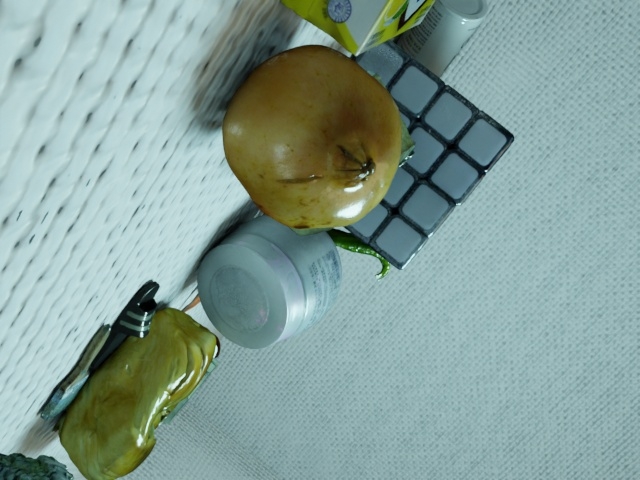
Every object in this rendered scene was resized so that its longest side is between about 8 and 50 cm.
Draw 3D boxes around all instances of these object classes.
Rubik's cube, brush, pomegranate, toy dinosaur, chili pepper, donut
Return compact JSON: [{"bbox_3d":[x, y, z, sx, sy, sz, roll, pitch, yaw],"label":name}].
[{"bbox_3d":[0.150,-0.179,1.116,0.337,0.343,0.344,-52,179,10],"label":"Rubik's cube"},{"bbox_3d":[-0.369,0.197,0.785,0.196,0.021,0.070,-54,177,18],"label":"brush"},{"bbox_3d":[-0.004,-0.114,0.585,0.209,0.209,0.209,-51,179,-2],"label":"pomegranate"},{"bbox_3d":[-0.244,0.091,1.254,0.279,0.055,0.101,-49,155,-14],"label":"toy dinosaur"},{"bbox_3d":[0.001,0.000,1.229,0.085,0.359,0.076,-66,152,-11],"label":"chili pepper"},{"bbox_3d":[-0.346,0.294,0.987,0.360,0.170,0.360,-52,-179,1],"label":"donut"}]

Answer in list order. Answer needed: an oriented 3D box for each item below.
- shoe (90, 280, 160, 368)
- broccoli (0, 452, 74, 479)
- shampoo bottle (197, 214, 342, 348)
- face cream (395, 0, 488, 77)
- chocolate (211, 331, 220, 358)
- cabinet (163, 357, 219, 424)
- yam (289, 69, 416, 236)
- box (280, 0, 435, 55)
[{"bbox_3d":[-0.305,0.146,0.832,0.179,0.049,0.071,-52,179,6],"label":"shoe"},{"bbox_3d":[-0.349,0.384,0.611,0.177,0.275,0.198,-35,-157,-29],"label":"broccoli"},{"bbox_3d":[-0.104,0.082,1.117,0.273,0.273,0.266,-52,166,33],"label":"shampoo bottle"},{"bbox_3d":[0.251,-0.457,1.273,0.145,0.145,0.370,-51,178,-31],"label":"face cream"},{"bbox_3d":[-0.434,0.395,1.880,0.133,0.124,0.127,8,-121,56],"label":"chocolate"},{"bbox_3d":[-0.447,0.429,1.604,0.150,0.145,0.206,-52,179,25],"label":"cabinet"},{"bbox_3d":[0.013,-0.138,0.816,0.201,0.202,0.271,-22,-161,29],"label":"yam"},{"bbox_3d":[0.086,-0.316,0.556,0.168,0.097,0.265,-52,179,36],"label":"box"}]
